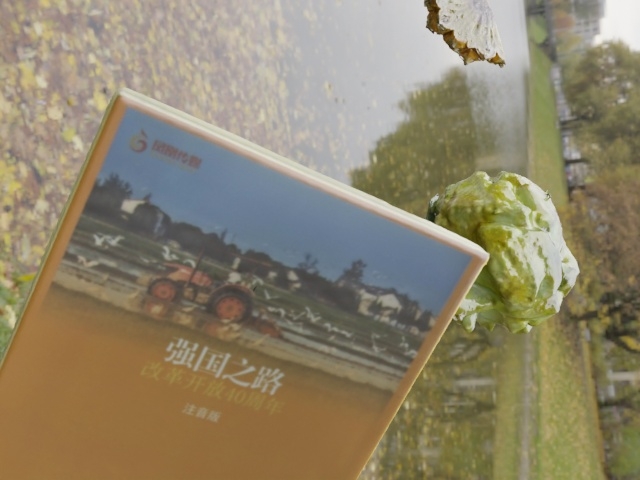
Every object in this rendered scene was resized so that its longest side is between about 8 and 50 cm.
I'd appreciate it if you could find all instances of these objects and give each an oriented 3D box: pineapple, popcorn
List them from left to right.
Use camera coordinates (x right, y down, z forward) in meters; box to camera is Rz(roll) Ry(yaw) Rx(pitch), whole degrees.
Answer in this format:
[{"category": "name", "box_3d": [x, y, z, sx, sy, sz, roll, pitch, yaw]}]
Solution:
[{"category": "pineapple", "box_3d": [0.087, -0.146, 0.477, 0.019, 0.045, 0.083, 140, -63, -71]}, {"category": "popcorn", "box_3d": [0.180, 0.019, 0.837, 0.198, 0.212, 0.198, 50, -16, 20]}]

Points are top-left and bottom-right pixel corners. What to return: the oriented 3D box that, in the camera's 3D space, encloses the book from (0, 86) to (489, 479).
[{"category": "book", "box_3d": [-0.083, 0.121, 0.505, 0.374, 0.262, 0.028, -62, -159, 13]}]
